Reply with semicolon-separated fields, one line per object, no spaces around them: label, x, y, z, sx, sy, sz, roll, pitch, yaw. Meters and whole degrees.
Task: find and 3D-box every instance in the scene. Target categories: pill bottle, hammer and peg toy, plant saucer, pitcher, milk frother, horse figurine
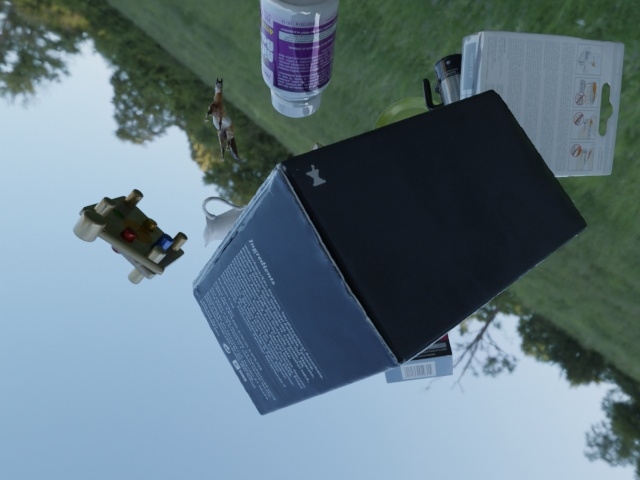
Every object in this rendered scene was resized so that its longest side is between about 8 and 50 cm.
pill bottle;-0.051;-0.431;1.164;0.169;0.302;0.170;2;-124;-3
hammer and peg toy;-0.518;0.001;1.403;0.266;0.127;0.361;45;-168;-6
plant saucer;0.271;-0.298;1.511;0.240;0.241;0.037;31;-177;19
pitcher;-0.271;-0.067;1.645;0.206;0.178;0.126;-6;-139;-14
milk frother;0.351;-0.389;1.361;0.129;0.135;0.143;-19;164;41
horse figurine;-0.330;-0.387;1.752;0.066;0.263;0.175;-8;-129;8

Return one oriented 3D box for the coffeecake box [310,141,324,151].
coffeecake box;0.038;-0.220;1.605;0.142;0.068;0.186;26;-158;-18

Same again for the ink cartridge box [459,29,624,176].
ink cartridge box;0.499;-0.300;1.181;0.384;0.309;0.091;-3;-169;-18

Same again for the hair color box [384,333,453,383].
hair color box;0.256;0.211;1.508;0.185;0.114;0.375;-9;-135;7

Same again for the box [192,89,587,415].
box;0.092;0.031;0.911;0.479;0.472;0.298;-26;-101;-34
